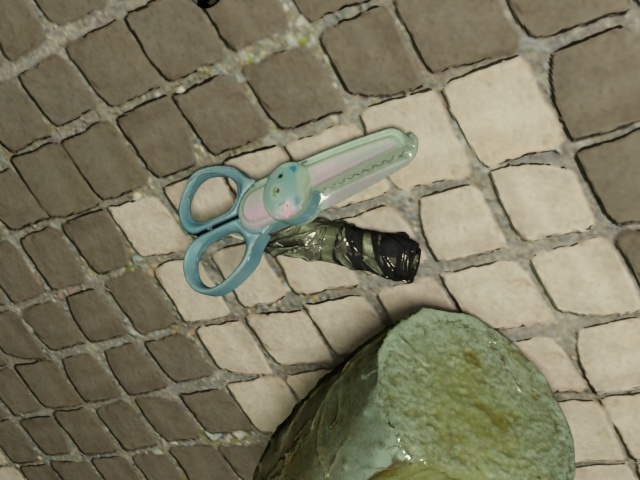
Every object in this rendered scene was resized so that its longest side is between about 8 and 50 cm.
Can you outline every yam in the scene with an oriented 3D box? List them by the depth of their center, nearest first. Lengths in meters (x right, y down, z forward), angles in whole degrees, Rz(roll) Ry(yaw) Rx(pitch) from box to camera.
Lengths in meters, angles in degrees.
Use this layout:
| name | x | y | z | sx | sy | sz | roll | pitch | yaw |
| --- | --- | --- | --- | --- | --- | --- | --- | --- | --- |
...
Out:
| name | x | y | z | sx | sy | sz | roll | pitch | yaw |
| --- | --- | --- | --- | --- | --- | --- | --- | --- | --- |
| yam | 0.070 | 0.195 | 0.904 | 0.202 | 0.201 | 0.271 | 24 | 132 | -17 |

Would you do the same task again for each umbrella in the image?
| name | x | y | z | sx | sy | sz | roll | pitch | yaw |
| --- | --- | --- | --- | --- | --- | --- | --- | --- | --- |
| umbrella | 0.000 | 0.000 | 0.893 | 0.188 | 0.050 | 0.046 | 14 | 108 | 20 |

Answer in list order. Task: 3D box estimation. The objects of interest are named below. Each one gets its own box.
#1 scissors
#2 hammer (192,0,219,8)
| name | x | y | z | sx | sy | sz | roll | pitch | yaw |
| --- | --- | --- | --- | --- | --- | --- | --- | --- | --- |
| scissors | -0.026 | -0.040 | 0.862 | 0.256 | 0.125 | 0.030 | -23 | 154 | 28 |
| hammer | -0.243 | -0.337 | 0.777 | 0.427 | 0.044 | 0.152 | 43 | 133 | -8 |
